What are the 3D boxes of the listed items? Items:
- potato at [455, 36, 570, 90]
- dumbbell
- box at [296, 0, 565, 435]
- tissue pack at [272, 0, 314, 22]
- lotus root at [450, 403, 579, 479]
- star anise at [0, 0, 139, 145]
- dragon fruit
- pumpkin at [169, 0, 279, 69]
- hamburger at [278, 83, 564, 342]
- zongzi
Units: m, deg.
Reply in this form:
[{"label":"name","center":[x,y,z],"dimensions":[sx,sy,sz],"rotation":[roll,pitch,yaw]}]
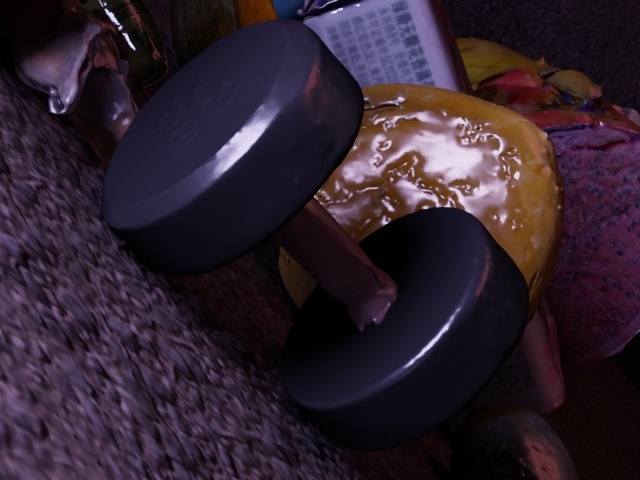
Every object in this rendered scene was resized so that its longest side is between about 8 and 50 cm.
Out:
[{"label":"potato","center":[0.133,-0.109,2.076],"dimensions":[0.296,0.290,0.397],"rotation":[23,34,33]},{"label":"dumbbell","center":[0.000,0.000,0.954],"dimensions":[0.218,0.152,0.152],"rotation":[46,9,-27]},{"label":"box","center":[0.089,-0.046,1.358],"dimensions":[0.190,0.112,0.370],"rotation":[-75,145,-76]},{"label":"tissue pack","center":[-0.051,-0.312,1.856],"dimensions":[0.198,0.206,0.287],"rotation":[52,10,3]},{"label":"lotus root","center":[0.146,0.184,1.189],"dimensions":[0.088,0.088,0.165],"rotation":[36,26,-59]},{"label":"star anise","center":[-0.165,-0.143,1.021],"dimensions":[0.208,0.063,0.172],"rotation":[53,7,15]},{"label":"dragon fruit","center":[0.177,-0.049,1.649],"dimensions":[0.314,0.296,0.263],"rotation":[55,2,-29]},{"label":"pumpkin","center":[-0.065,-0.143,1.465],"dimensions":[0.312,0.169,0.148],"rotation":[34,61,-55]},{"label":"hamburger","center":[0.073,-0.005,1.193],"dimensions":[0.214,0.213,0.108],"rotation":[53,5,15]},{"label":"zongzi","center":[-0.141,-0.142,1.220],"dimensions":[0.104,0.052,0.113],"rotation":[60,-3,11]}]
